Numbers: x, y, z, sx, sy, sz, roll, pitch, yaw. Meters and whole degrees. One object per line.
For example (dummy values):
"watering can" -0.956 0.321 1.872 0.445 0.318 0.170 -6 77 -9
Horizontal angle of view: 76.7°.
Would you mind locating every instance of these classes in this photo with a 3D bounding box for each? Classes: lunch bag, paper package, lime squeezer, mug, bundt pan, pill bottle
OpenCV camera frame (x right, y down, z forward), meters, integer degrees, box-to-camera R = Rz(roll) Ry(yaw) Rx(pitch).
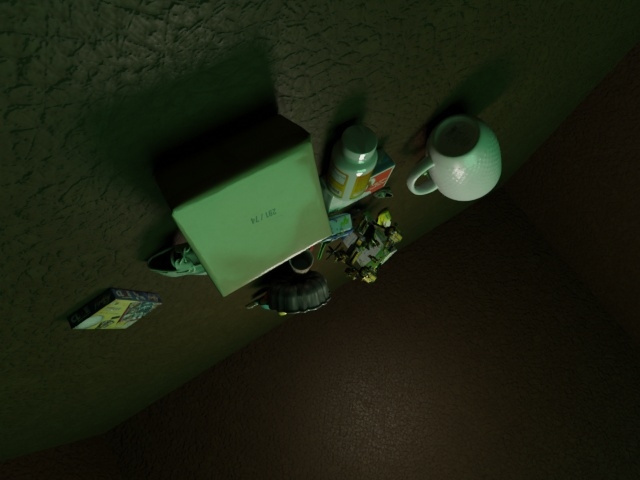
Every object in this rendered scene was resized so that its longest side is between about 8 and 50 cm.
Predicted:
"lunch bag" 0.002 -0.048 1.520 0.219 0.090 0.176 -3 -168 42
"paper package" -0.162 -0.078 0.944 0.325 0.168 0.309 -30 137 -14
"lime squeezer" 0.000 0.000 1.867 0.110 0.059 0.310 -39 164 -6
"mug" -0.078 0.100 1.938 0.150 0.113 0.169 -28 167 -12
"bundt pan" -0.115 0.237 2.019 0.331 0.124 0.331 -5 -163 2
"mug" 0.506 -0.307 1.578 0.374 0.276 0.328 -33 155 15
"pill bottle" 0.096 -0.233 1.227 0.136 0.136 0.245 -29 164 -16

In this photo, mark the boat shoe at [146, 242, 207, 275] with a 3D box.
"boat shoe" -0.377 0.048 1.133 0.268 0.096 0.088 -8 167 31

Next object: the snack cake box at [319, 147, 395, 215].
"snack cake box" 0.120 -0.209 1.439 0.264 0.089 0.152 -28 162 -18

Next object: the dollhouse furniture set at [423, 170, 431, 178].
"dollhouse furniture set" 0.492 -0.325 1.843 0.058 0.076 0.152 -43 161 25

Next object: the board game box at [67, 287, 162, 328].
"board game box" -0.651 0.224 1.306 0.165 0.042 0.243 -34 164 2

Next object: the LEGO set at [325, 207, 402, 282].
"LEGO set" 0.187 0.011 1.817 0.331 0.255 0.192 -52 136 4

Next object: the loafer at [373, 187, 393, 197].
"loafer" 0.290 -0.212 1.848 0.125 0.039 0.045 -16 158 -46

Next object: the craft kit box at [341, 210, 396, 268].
"craft kit box" 0.239 0.018 2.055 0.061 0.246 0.250 -22 161 -33

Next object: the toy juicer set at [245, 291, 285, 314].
"toy juicer set" -0.247 0.300 2.196 0.329 0.089 0.209 -1 -153 46

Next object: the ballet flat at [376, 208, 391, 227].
"ballet flat" 0.354 -0.102 2.232 0.077 0.077 0.231 -32 165 -3
